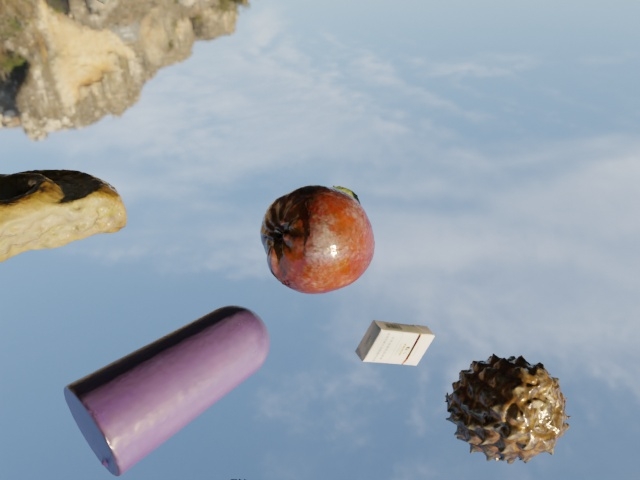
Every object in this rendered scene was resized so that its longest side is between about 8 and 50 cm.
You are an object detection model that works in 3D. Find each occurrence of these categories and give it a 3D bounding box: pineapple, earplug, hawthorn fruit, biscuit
[{"bbox_3d":[0.265,0.252,1.085,0.166,0.166,0.193,-24,-172,-36],"label":"pineapple"},{"bbox_3d":[-0.306,0.294,1.586,0.456,0.215,0.215,-31,-144,-31],"label":"earplug"},{"bbox_3d":[0.000,0.000,1.085,0.173,0.173,0.173,-3,-154,2],"label":"hawthorn fruit"},{"bbox_3d":[-0.391,-0.029,0.872,0.213,0.091,0.274,15,-150,40],"label":"biscuit"}]

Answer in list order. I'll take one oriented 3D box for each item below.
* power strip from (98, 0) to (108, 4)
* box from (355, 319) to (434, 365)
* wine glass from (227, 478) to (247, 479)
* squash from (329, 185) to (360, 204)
[{"bbox_3d":[-0.544,-0.624,1.643,0.093,0.053,0.288,17,-154,-39],"label":"power strip"},{"bbox_3d":[0.154,0.211,1.484,0.154,0.084,0.040,11,-156,-37],"label":"box"},{"bbox_3d":[-0.102,0.386,0.955,0.111,0.111,0.204,-9,177,-10],"label":"wine glass"},{"bbox_3d":[0.050,-0.048,1.519,0.105,0.105,0.132,5,169,18],"label":"squash"}]
